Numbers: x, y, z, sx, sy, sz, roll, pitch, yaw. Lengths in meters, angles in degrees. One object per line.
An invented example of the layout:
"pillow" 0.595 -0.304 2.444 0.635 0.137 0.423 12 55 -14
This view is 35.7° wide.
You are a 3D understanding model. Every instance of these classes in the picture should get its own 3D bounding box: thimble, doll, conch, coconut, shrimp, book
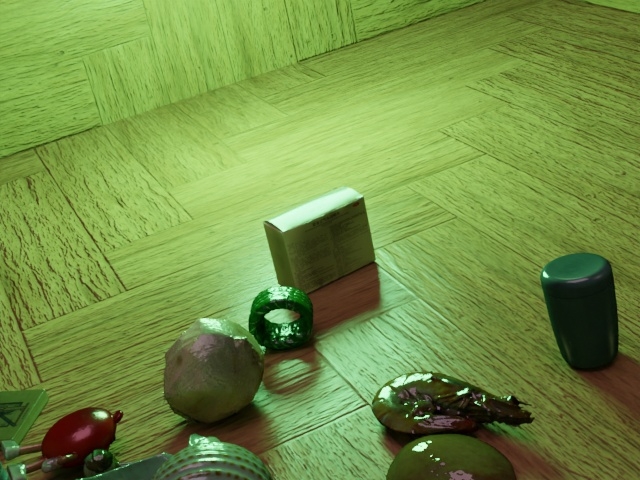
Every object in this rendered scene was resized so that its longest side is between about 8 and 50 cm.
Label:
"thimble" -0.075 0.152 1.963 0.130 0.118 0.090 14 22 -7
"doll" -0.448 0.355 1.755 0.217 0.085 0.183 -24 21 -16
"conch" -0.208 0.402 1.432 0.303 0.215 0.319 -8 -5 -5
"coconut" -0.188 0.228 1.793 0.194 0.194 0.194 -10 27 5
"shrimp" 0.207 0.280 1.641 0.287 0.063 0.152 6 29 41
"book" -0.660 0.348 1.922 0.231 0.026 0.161 -6 28 14

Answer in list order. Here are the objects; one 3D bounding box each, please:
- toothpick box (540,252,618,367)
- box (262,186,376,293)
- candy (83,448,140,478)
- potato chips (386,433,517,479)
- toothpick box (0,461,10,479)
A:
"toothpick box" 0.453 0.124 1.720 0.120 0.184 0.120 -13 22 5
"box" 0.000 0.000 2.163 0.212 0.168 0.095 -24 31 -23
"candy" -0.301 0.379 1.694 0.203 0.061 0.061 -5 26 -5
"potato chips" 0.198 0.351 1.520 0.195 0.061 0.208 -13 24 -6
"toothpick box" -0.592 0.383 1.682 0.101 0.153 0.101 -10 27 5
